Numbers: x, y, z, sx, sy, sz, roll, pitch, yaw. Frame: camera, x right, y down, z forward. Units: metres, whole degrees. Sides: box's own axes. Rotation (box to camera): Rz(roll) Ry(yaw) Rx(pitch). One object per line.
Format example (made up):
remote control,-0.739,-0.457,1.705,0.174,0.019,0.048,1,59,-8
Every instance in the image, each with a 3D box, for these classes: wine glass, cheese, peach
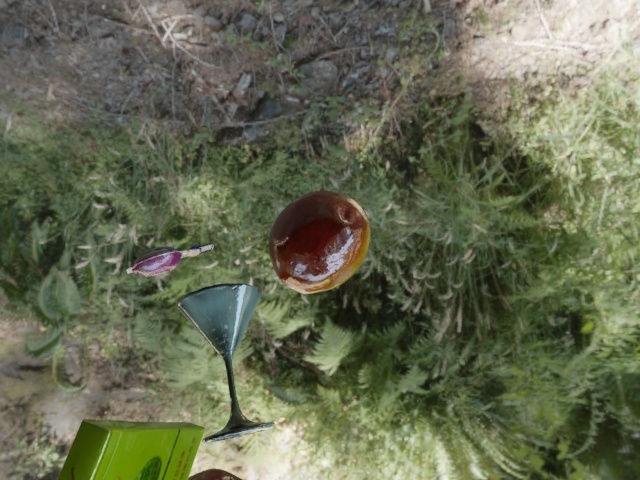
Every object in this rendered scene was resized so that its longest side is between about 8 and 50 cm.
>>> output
wine glass,-0.269,0.356,1.401,0.266,0.407,0.267,-10,157,-4
cheese,-0.418,0.048,1.351,0.244,0.062,0.155,-18,171,-21
peach,0.000,0.000,1.400,0.307,0.308,0.332,1,158,-22

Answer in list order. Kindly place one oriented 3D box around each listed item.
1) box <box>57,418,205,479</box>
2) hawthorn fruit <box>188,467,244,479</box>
box,-0.270,0.358,0.691,0.047,0.187,0.335,14,162,11
hawthorn fruit,-0.338,0.874,1.442,0.401,0.404,0.403,-4,169,-1
